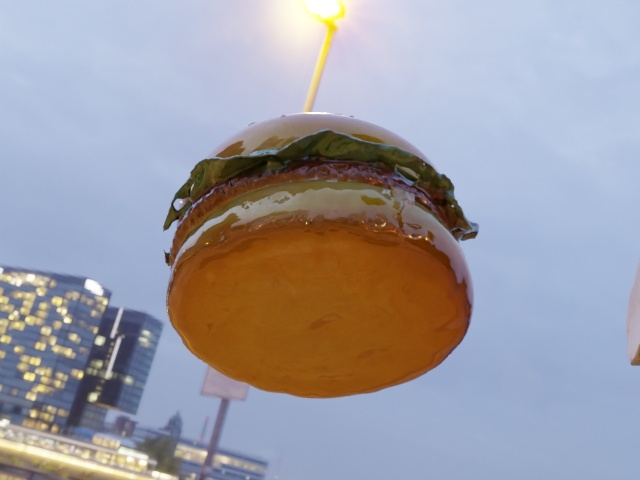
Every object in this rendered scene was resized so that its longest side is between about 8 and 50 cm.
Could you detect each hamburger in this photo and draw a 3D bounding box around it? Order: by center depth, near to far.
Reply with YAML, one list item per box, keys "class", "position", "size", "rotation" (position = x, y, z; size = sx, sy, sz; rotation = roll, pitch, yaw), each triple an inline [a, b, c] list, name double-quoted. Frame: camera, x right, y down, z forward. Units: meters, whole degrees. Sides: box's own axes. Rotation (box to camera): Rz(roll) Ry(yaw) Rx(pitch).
- class: "hamburger"
  position: [0.001, 0.001, 0.601]
  size: [0.246, 0.170, 0.246]
  rotation: [-1, -42, -1]

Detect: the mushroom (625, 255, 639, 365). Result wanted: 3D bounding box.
- class: "mushroom"
  position: [0.282, 0.009, 0.453]
  size: [0.225, 0.093, 0.116]
  rotation: [-15, -14, 4]
